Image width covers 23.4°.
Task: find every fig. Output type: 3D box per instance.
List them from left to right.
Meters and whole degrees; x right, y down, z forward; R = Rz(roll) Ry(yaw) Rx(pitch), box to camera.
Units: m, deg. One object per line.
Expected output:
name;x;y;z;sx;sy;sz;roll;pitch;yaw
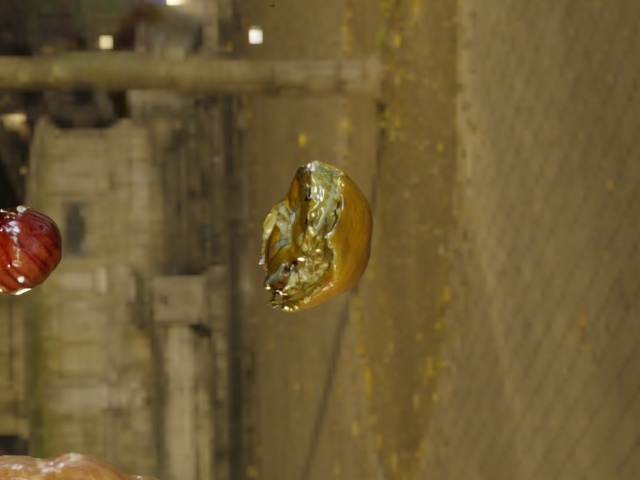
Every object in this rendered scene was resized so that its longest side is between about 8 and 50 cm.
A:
fig;-0.423;0.002;2.119;0.150;0.128;0.128;48;164;11

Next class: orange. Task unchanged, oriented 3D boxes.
orange;0.000;0.000;1.627;0.170;0.112;0.160;2;78;61

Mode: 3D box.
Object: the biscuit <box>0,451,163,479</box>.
biscuit;-0.295;0.425;1.873;0.078;0.455;0.349;-136;55;-71

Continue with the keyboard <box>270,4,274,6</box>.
keyboard;-0.185;-0.477;2.152;0.103;0.381;0.041;-40;11;47
